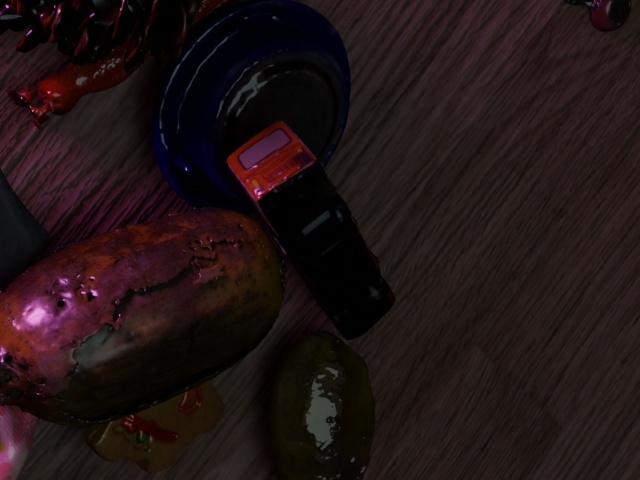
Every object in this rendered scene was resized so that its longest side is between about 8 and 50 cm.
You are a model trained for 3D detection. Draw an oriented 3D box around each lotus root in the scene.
[{"bbox_3d":[-0.208,0.081,1.830,0.397,0.179,0.196,-24,126,-33],"label":"lotus root"}]

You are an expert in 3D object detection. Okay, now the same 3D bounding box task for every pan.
[{"bbox_3d":[0.374,-0.311,2.237,0.115,0.023,0.068,1,108,-36],"label":"pan"}]

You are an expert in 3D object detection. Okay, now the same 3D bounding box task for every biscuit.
[{"bbox_3d":[-0.187,0.161,1.989,0.212,0.041,0.238,-11,111,-45],"label":"biscuit"}]

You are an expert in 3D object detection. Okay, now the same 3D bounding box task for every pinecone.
[{"bbox_3d":[-0.226,-0.283,1.695,0.273,0.224,0.224,6,105,-25],"label":"pinecone"}]

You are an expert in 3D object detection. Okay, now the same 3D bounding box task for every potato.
[{"bbox_3d":[0.002,0.229,2.127,0.149,0.113,0.251,-8,113,-35],"label":"potato"}]

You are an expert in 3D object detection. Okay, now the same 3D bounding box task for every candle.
[{"bbox_3d":[-0.190,-0.225,1.849,0.329,0.048,0.051,-36,152,-19],"label":"candle"}]

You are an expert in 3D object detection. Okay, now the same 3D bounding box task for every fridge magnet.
[{"bbox_3d":[-0.071,-0.148,1.920,0.265,0.113,0.265,-20,125,-31],"label":"fridge magnet"}]

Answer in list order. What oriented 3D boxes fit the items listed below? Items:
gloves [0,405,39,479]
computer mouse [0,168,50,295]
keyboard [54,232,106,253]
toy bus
[{"bbox_3d":[-0.414,0.254,1.835,0.241,0.126,0.145,-45,154,-17],"label":"gloves"},{"bbox_3d":[-0.415,-0.041,1.713,0.188,0.122,0.371,-45,138,-16],"label":"computer mouse"},{"bbox_3d":[-0.259,0.106,1.947,0.072,0.023,0.231,-18,118,-27],"label":"keyboard"},{"bbox_3d":[0.000,0.000,1.954,0.093,0.092,0.409,-37,151,-4],"label":"toy bus"}]
